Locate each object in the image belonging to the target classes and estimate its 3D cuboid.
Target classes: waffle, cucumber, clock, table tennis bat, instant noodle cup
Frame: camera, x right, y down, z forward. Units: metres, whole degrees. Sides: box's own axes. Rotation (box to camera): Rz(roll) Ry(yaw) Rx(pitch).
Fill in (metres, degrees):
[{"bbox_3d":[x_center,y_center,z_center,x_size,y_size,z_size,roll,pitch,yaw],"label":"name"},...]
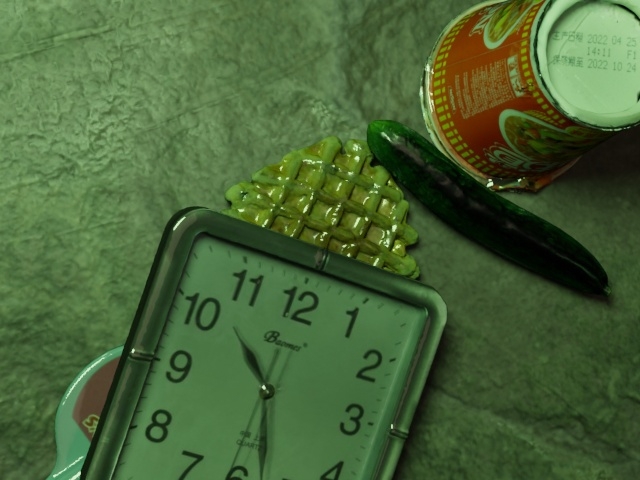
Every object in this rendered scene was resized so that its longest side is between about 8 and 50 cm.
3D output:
[{"bbox_3d":[0.000,0.000,1.310,0.184,0.036,0.169,-25,94,-14],"label":"waffle"},{"bbox_3d":[0.155,-0.025,1.337,0.284,0.056,0.056,33,79,-15],"label":"cucumber"},{"bbox_3d":[-0.048,0.135,1.256,0.273,0.049,0.278,20,89,-22],"label":"clock"},{"bbox_3d":[-0.188,0.190,1.251,0.244,0.040,0.153,-35,97,-18],"label":"table tennis bat"},{"bbox_3d":[0.209,-0.145,1.283,0.193,0.212,0.193,1,86,-14],"label":"instant noodle cup"}]
